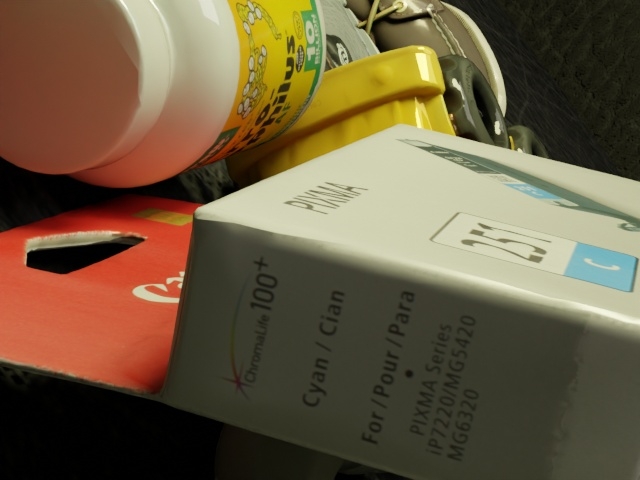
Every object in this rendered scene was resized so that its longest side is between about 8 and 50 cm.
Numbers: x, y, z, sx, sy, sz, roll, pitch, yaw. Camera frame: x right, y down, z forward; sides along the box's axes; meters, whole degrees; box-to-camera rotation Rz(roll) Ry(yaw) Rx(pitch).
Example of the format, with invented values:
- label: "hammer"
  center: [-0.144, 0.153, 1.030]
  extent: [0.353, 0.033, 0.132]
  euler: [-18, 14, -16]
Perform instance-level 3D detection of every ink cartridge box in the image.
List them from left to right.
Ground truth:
- label: "ink cartridge box"
  center: [0.000, 0.000, 0.533]
  extent: [0.261, 0.066, 0.296]
  euler: [14, 12, 11]

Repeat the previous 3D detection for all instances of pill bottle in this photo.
- label: "pill bottle"
  center: [-0.079, -0.088, 0.670]
  extent: [0.117, 0.117, 0.208]
  euler: [53, 20, 2]

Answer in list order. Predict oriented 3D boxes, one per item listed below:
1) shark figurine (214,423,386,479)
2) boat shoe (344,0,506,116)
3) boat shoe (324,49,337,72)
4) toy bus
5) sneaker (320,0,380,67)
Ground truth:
- label: "shark figurine"
  center: [0.011, 0.087, 0.578]
  extent: [0.166, 0.116, 0.278]
  euler: [46, 15, -16]
- label: "boat shoe"
  center: [0.044, -0.209, 1.292]
  extent: [0.097, 0.116, 0.324]
  euler: [17, 35, -57]
- label: "boat shoe"
  center: [-0.071, -0.221, 0.956]
  extent: [0.355, 0.130, 0.132]
  euler: [56, 16, 10]
- label: "toy bus"
  center: [0.064, 0.027, 0.820]
  extent: [0.220, 0.149, 0.211]
  euler: [33, 38, -55]
- label: "sneaker"
  center: [-0.031, -0.181, 1.073]
  extent: [0.228, 0.086, 0.132]
  euler: [54, 18, -1]
